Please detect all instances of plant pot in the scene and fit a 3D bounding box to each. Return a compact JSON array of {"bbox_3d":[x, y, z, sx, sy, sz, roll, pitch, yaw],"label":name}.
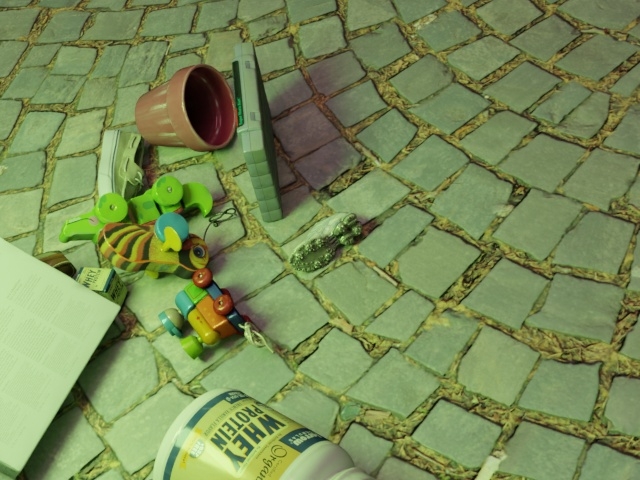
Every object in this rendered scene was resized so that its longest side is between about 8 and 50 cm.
[{"bbox_3d":[-0.326,-0.298,2.156,0.180,0.201,0.201,-7,48,30],"label":"plant pot"}]

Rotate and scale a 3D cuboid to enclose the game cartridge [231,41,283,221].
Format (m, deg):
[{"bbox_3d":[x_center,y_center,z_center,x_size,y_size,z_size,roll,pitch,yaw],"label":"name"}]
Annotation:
[{"bbox_3d":[-0.142,-0.244,2.022,0.068,0.230,0.355,-13,49,5],"label":"game cartridge"}]

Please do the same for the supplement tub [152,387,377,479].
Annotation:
[{"bbox_3d":[-0.085,0.397,1.480,0.316,0.228,0.228,22,60,30],"label":"supplement tub"}]

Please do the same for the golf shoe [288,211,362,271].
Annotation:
[{"bbox_3d":[0.000,0.000,1.905,0.176,0.069,0.086,-33,30,-16],"label":"golf shoe"}]

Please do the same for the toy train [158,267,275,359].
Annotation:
[{"bbox_3d":[-0.208,0.179,1.784,0.143,0.105,0.248,-39,52,-4],"label":"toy train"}]

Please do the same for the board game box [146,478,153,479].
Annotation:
[{"bbox_3d":[-0.352,0.501,1.587,0.170,0.048,0.141,-16,50,2],"label":"board game box"}]

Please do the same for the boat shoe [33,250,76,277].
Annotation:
[{"bbox_3d":[-0.641,0.158,1.914,0.324,0.122,0.120,-40,61,-11],"label":"boat shoe"}]

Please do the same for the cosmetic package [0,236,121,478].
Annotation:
[{"bbox_3d":[-0.604,0.218,1.764,0.284,0.097,0.377,33,58,-10],"label":"cosmetic package"}]

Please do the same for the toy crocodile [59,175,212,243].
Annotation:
[{"bbox_3d":[-0.392,-0.056,1.967,0.340,0.115,0.105,-21,85,-33],"label":"toy crocodile"}]

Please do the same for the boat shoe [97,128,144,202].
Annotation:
[{"bbox_3d":[-0.453,-0.149,2.112,0.094,0.109,0.302,-6,52,-3],"label":"boat shoe"}]

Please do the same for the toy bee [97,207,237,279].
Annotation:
[{"bbox_3d":[-0.295,0.024,1.893,0.298,0.195,0.162,-15,73,-11],"label":"toy bee"}]

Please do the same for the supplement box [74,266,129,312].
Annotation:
[{"bbox_3d":[-0.459,0.104,1.919,0.083,0.083,0.056,2,53,17],"label":"supplement box"}]
